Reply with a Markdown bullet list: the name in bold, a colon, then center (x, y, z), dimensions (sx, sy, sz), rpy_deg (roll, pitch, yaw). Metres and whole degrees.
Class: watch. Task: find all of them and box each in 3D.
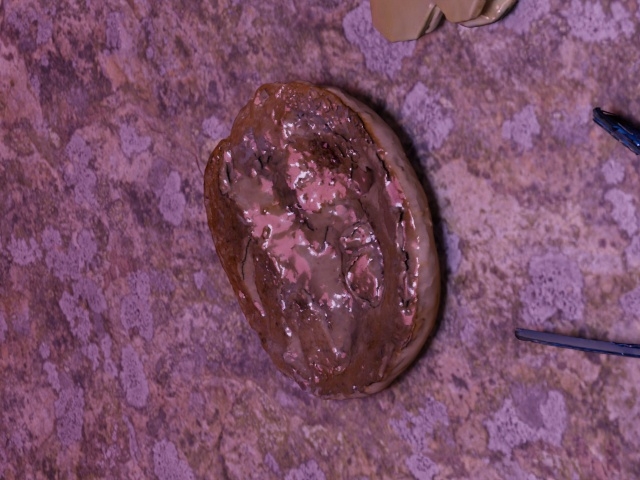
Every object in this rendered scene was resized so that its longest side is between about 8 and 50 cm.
- **watch**: center (0.320, 0.051, 1.866), dimensions (0.274, 0.068, 0.276), rpy_deg (39, 125, 40)

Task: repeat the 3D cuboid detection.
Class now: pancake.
- **pancake**: center (0.001, 0.000, 2.230), dimensions (0.387, 0.082, 0.387), rpy_deg (15, 111, 45)

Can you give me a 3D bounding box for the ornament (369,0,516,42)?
- **ornament**: center (0.123, -0.308, 2.050), dimensions (0.201, 0.059, 0.180), rpy_deg (-7, 88, 53)
